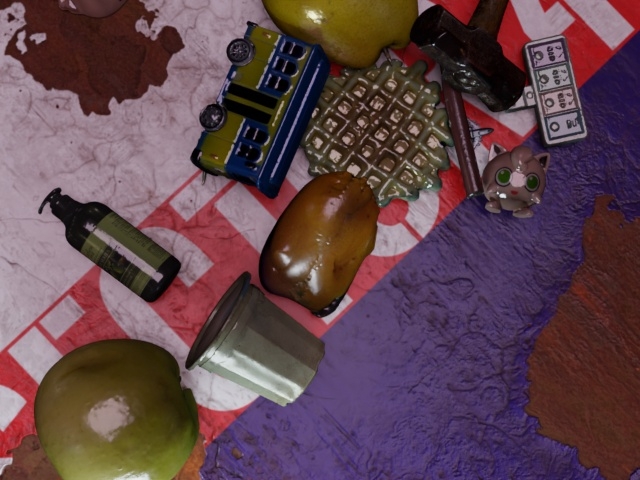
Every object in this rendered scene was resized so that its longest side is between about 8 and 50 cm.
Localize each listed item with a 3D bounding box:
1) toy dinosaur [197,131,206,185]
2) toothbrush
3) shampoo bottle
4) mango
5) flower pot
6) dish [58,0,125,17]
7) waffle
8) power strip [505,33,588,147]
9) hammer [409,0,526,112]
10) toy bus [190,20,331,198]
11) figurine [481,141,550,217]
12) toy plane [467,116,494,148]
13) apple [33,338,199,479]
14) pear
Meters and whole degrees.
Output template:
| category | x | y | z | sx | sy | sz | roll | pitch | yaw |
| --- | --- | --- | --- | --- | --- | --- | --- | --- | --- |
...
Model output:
| category | x | y | z | sx | sy | sz | roll | pitch | yaw |
| --- | --- | --- | --- | --- | --- | --- | --- | --- | --- |
| toy dinosaur | -0.212 | -0.166 | 1.750 | 0.060 | 0.029 | 0.119 | 8 | 85 | -14 |
| toothbrush | 0.260 | -0.258 | 1.732 | 0.041 | 0.041 | 0.364 | -11 | 82 | -4 |
| shampoo bottle | -0.401 | -0.001 | 1.685 | 0.284 | 0.101 | 0.101 | 37 | 84 | 1 |
| mango | 0.000 | 0.000 | 1.656 | 0.153 | 0.201 | 0.287 | 41 | 109 | 31 |
| flower pot | -0.115 | 0.196 | 1.653 | 0.203 | 0.212 | 0.212 | 35 | 84 | -15 |
| dish | -0.462 | -0.546 | 1.735 | 0.213 | 0.090 | 0.213 | 0 | 85 | -4 |
| waffle | 0.109 | -0.209 | 1.754 | 0.309 | 0.056 | 0.291 | -11 | 85 | -7 |
| power strip | 0.438 | -0.291 | 1.786 | 0.145 | 0.061 | 0.215 | -11 | 85 | 3 |
| hammer | 0.340 | -0.472 | 1.735 | 0.242 | 0.095 | 0.408 | 34 | 68 | -27 |
| toy bus | -0.110 | -0.241 | 1.670 | 0.175 | 0.138 | 0.287 | 21 | 86 | 13 |
| figurine | 0.375 | -0.117 | 1.729 | 0.125 | 0.125 | 0.138 | 14 | 86 | -2 |
| toy plane | 0.306 | -0.212 | 1.780 | 0.083 | 0.031 | 0.078 | -11 | 101 | -2 |
| apple | -0.361 | 0.318 | 1.593 | 0.258 | 0.233 | 0.295 | -24 | 87 | -2 |
| pear | 0.037 | -0.484 | 1.667 | 0.336 | 0.285 | 0.285 | 29 | 84 | 3 |
